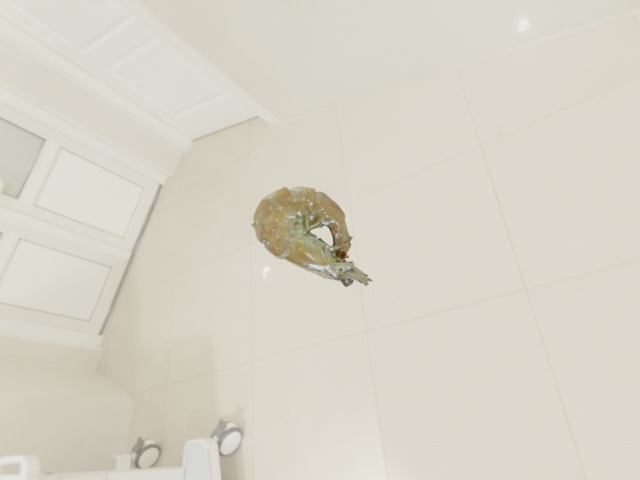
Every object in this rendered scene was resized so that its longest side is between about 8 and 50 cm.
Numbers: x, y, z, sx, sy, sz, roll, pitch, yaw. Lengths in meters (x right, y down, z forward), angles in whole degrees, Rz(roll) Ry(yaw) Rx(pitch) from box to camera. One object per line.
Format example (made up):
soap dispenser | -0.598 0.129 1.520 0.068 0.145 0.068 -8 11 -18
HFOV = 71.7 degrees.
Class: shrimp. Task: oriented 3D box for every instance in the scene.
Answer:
shrimp | 0.000 0.000 0.539 0.099 0.180 0.041 -46 26 13
